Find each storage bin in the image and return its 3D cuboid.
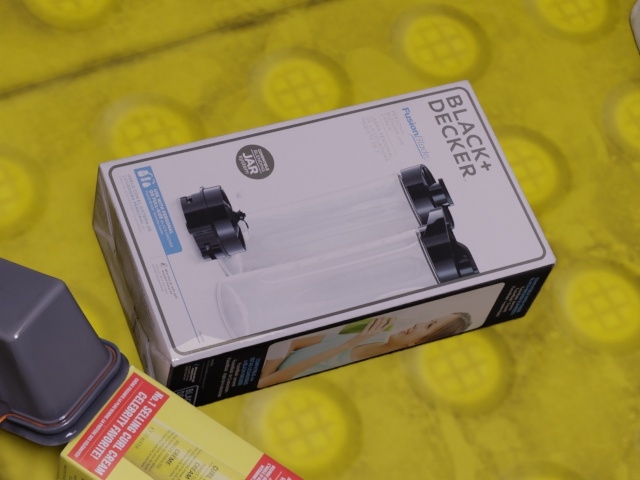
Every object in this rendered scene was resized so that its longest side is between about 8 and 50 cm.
[{"bbox_3d":[-0.209,0.064,1.100,0.135,0.091,0.098,17,54,33],"label":"storage bin"}]

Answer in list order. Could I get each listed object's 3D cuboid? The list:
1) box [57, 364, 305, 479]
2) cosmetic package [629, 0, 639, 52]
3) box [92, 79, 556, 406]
[{"bbox_3d":[-0.054,0.183,1.109,0.232,0.058,0.087,33,60,9],"label":"box"},{"bbox_3d":[0.370,-0.168,1.346,0.183,0.151,0.151,-5,60,-15],"label":"cosmetic package"},{"bbox_3d":[0.000,0.000,1.211,0.290,0.087,0.169,-13,63,-18],"label":"box"}]
